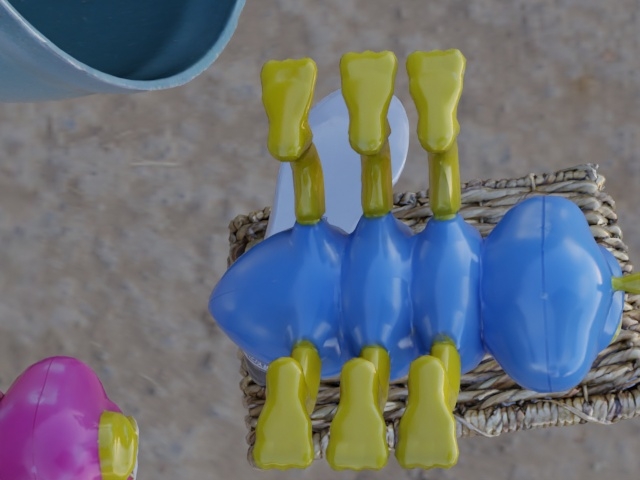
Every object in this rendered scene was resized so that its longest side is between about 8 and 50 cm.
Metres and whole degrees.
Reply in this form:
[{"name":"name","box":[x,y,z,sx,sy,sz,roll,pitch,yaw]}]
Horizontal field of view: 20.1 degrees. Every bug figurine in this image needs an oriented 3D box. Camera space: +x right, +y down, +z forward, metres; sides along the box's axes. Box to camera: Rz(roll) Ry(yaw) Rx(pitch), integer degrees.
[{"name":"bug figurine","box":[-0.032,0.102,0.371,0.216,0.072,0.279,2,74,11]}]

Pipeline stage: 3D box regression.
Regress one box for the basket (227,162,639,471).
[{"name":"basket","box":[0.089,0.104,1.341,0.299,0.213,0.223,-8,52,-3]}]

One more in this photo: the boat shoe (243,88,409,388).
[{"name":"boat shoe","box":[0.000,0.000,1.220,0.080,0.076,0.228,17,60,0]}]

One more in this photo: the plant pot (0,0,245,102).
[{"name":"plant pot","box":[-0.189,-0.193,0.852,0.293,0.196,0.293,34,51,-54]}]
